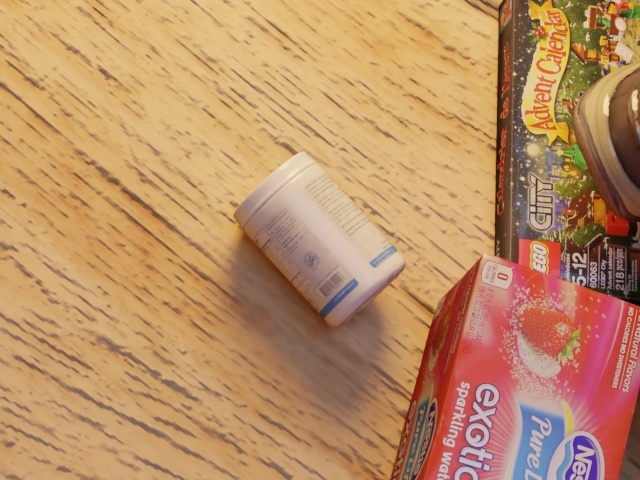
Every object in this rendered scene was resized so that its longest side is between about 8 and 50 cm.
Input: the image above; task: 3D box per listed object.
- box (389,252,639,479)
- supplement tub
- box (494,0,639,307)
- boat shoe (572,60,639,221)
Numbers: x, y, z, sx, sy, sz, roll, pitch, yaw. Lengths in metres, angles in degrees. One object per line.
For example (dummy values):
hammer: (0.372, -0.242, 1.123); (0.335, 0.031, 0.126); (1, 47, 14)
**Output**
box: (0.119, 0.155, 1.232); (0.128, 0.122, 0.257); (19, 71, -6)
supplement tub: (0.000, 0.000, 1.282); (0.071, 0.071, 0.107); (-40, 84, -19)
box: (0.209, -0.064, 1.355); (0.159, 0.044, 0.233); (5, 73, -10)
boat shoe: (0.329, -0.118, 1.308); (0.355, 0.130, 0.132); (-35, 99, -37)
